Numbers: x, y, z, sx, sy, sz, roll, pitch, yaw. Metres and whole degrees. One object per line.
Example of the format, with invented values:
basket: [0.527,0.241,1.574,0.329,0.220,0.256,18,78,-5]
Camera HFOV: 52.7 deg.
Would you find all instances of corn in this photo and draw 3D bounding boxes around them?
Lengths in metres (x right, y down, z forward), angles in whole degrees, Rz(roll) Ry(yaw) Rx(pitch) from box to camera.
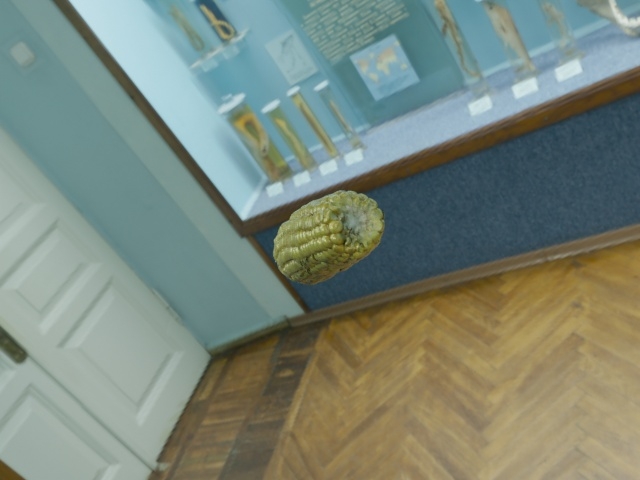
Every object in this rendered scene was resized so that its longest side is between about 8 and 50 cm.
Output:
corn: [0.000,0.000,0.877,0.115,0.115,0.318,-44,1,-16]
